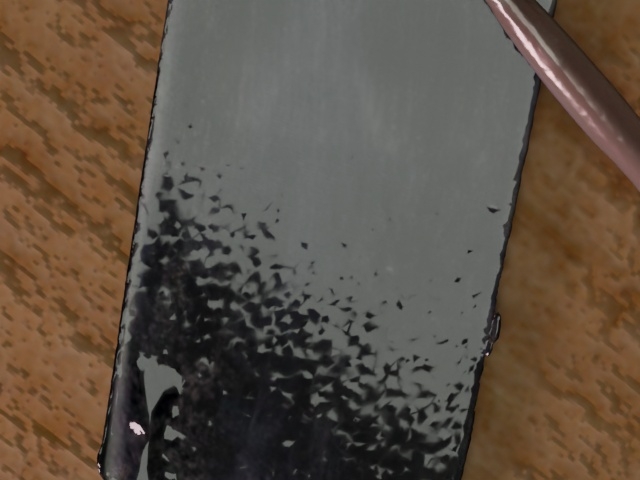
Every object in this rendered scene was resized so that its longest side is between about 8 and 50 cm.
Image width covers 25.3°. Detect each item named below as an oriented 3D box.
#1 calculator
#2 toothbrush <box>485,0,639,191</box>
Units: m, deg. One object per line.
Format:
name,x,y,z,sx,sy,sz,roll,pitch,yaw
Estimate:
calculator,0.000,0.000,0.595,0.161,0.021,0.261,12,102,3
toothbrush,0.153,0.004,0.569,0.029,0.025,0.307,-39,100,18
